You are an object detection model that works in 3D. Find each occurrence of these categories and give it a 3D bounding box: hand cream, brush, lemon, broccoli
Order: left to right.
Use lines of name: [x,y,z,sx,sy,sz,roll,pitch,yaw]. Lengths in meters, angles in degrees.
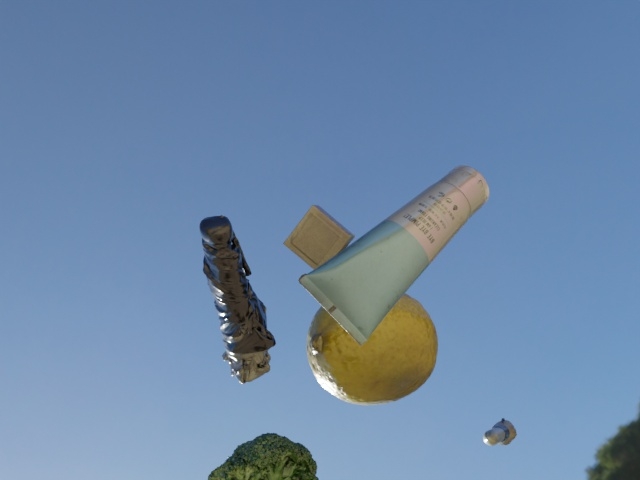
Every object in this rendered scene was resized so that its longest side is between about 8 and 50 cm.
broccoli: [-0.092,0.383,1.273,0.195,0.156,0.195,-6,-59,-11]
lemon: [0.105,0.212,1.674,0.267,0.267,0.267,-17,-54,-25]
hand cream: [0.110,0.009,1.076,0.312,0.111,0.070,-38,-8,-32]
brush: [0.270,0.293,1.255,0.042,0.039,0.299,-44,-20,3]

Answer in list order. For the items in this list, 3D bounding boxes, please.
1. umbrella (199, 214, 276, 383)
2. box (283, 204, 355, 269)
umbrella: [-0.144,0.103,1.466,0.106,0.113,0.357,-19,-51,-14]
box: [0.000,0.000,1.267,0.079,0.083,0.035,-52,-12,11]
